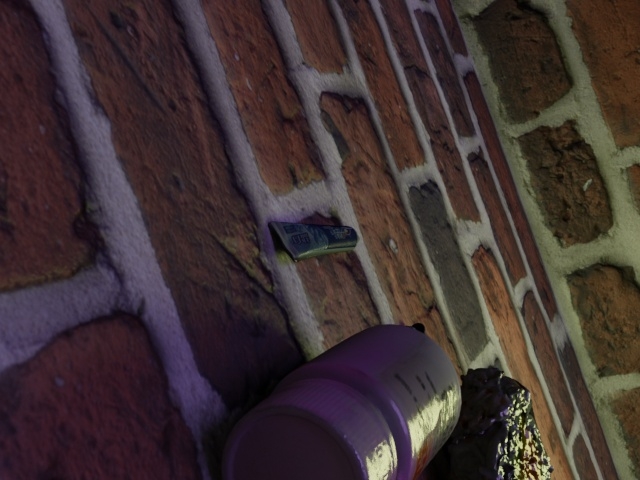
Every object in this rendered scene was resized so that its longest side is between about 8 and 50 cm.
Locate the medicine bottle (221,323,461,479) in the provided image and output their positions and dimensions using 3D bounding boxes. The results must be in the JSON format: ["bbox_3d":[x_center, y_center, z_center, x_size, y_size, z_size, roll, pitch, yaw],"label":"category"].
[{"bbox_3d":[0.044,0.256,1.125,0.388,0.219,0.219,-16,88,-66],"label":"medicine bottle"}]

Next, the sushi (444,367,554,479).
[{"bbox_3d":[0.355,0.458,1.674,0.417,0.176,0.417,39,46,-56],"label":"sushi"}]

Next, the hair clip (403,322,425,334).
[{"bbox_3d":[0.205,0.281,1.659,0.070,0.039,0.229,1,76,-63],"label":"hair clip"}]

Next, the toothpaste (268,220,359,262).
[{"bbox_3d":[0.000,-0.001,1.425,0.268,0.047,0.069,-3,88,-61],"label":"toothpaste"}]
